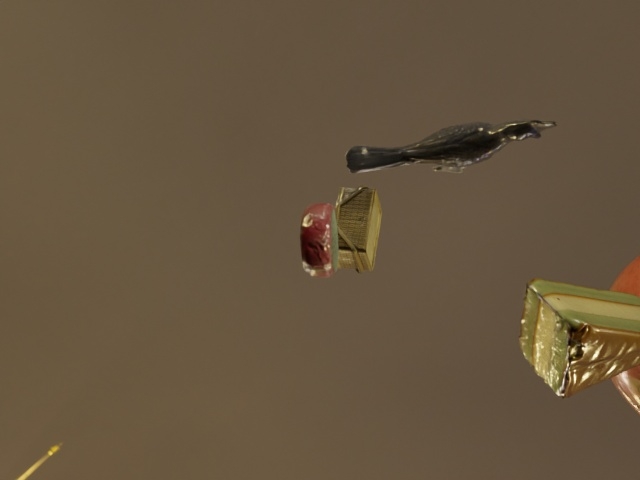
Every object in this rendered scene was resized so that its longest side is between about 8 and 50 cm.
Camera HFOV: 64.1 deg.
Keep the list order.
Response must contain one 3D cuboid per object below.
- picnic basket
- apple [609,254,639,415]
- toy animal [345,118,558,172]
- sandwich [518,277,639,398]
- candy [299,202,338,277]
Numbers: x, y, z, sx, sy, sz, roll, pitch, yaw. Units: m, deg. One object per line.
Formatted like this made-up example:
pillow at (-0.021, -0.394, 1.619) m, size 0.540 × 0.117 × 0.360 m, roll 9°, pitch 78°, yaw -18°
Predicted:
picnic basket at (0.075, -0.024, 1.079) m, size 0.079 × 0.164 × 0.115 m, roll 4°, pitch -27°, yaw 17°
apple at (0.634, 0.149, 0.770) m, size 0.363 × 0.364 × 0.364 m, roll 10°, pitch -62°, yaw 20°
toy animal at (0.251, -0.176, 0.985) m, size 0.366 × 0.205 × 0.081 m, roll -7°, pitch -92°, yaw 21°
sandwich at (0.298, 0.076, 0.525) m, size 0.163 × 0.079 × 0.114 m, roll -20°, pitch -51°, yaw -7°
candy at (0.000, 0.000, 0.697) m, size 0.043 × 0.103 × 0.103 m, roll -2°, pitch -66°, yaw 8°
